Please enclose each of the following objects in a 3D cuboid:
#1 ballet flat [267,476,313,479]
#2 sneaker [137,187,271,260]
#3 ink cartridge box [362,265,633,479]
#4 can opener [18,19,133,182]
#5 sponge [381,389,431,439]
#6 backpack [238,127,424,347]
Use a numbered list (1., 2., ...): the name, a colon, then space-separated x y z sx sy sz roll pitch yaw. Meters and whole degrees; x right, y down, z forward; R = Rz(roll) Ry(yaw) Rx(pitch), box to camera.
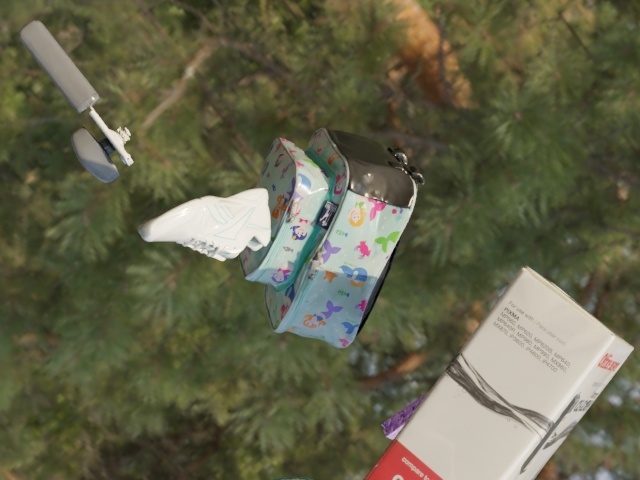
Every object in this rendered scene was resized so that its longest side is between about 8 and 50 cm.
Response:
1. ballet flat: -0.083 0.319 1.225 0.168 0.057 0.052 -11 -147 10
2. sneaker: -0.100 -0.011 0.971 0.152 0.061 0.053 -12 178 -45
3. ink cartridge box: 0.188 0.176 1.067 0.273 0.114 0.197 -55 157 6
4. can opener: -0.400 -0.224 1.689 0.093 0.280 0.074 -34 -169 -9
5. sponge: 0.214 0.272 1.691 0.210 0.117 0.031 -37 -134 19
6. backpack: 0.000 0.000 1.308 0.225 0.191 0.253 -117 -140 -67
